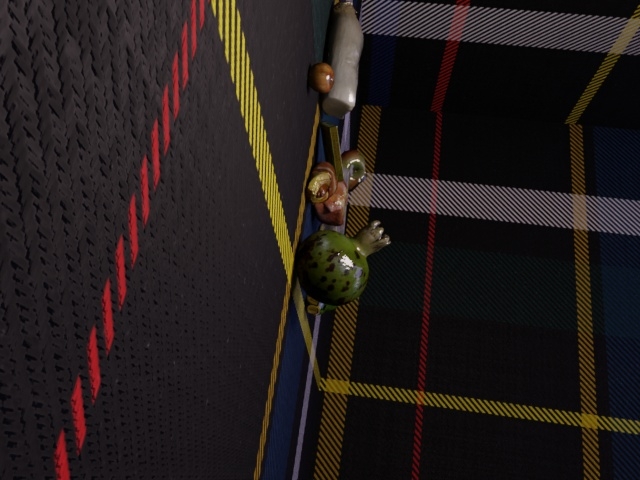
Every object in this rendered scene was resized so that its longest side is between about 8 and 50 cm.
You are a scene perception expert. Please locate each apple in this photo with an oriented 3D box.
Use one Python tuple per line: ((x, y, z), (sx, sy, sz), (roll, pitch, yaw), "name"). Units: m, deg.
((0.001, -0.454, 1.542), (0.084, 0.071, 0.084), (10, 90, -78), "apple")
((0.145, -0.350, 2.753), (0.188, 0.173, 0.207), (-130, -139, -69), "apple")

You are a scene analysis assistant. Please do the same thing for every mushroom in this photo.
((0.075, -0.627, 1.868), (0.177, 0.126, 0.397), (170, -73, -85), "mushroom")

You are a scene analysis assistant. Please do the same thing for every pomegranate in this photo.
((0.077, 0.076, 1.713), (0.242, 0.306, 0.242), (-12, 90, -89), "pomegranate")

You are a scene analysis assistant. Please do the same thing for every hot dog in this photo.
((0.012, -0.193, 1.855), (0.261, 0.093, 0.123), (-75, 169, -60), "hot dog")

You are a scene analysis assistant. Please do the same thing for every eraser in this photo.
((0.069, -0.129, 2.572), (0.213, 0.082, 0.397), (-54, 152, -60), "eraser")

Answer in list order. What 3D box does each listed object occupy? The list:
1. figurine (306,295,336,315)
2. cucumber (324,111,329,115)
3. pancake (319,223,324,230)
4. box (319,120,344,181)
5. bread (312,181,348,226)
((0.013, 0.218, 2.227), (0.263, 0.143, 0.162), (-41, 132, -67), "figurine")
((0.032, -0.519, 1.999), (0.037, 0.037, 0.155), (-77, 172, -51), "cucumber")
((0.001, 0.000, 2.383), (0.151, 0.025, 0.152), (6, 90, -84), "pancake")
((0.040, -0.310, 1.919), (0.121, 0.030, 0.193), (-128, -154, -63), "box")
((0.037, -0.149, 2.057), (0.244, 0.123, 0.190), (-55, 152, -77), "bread")
